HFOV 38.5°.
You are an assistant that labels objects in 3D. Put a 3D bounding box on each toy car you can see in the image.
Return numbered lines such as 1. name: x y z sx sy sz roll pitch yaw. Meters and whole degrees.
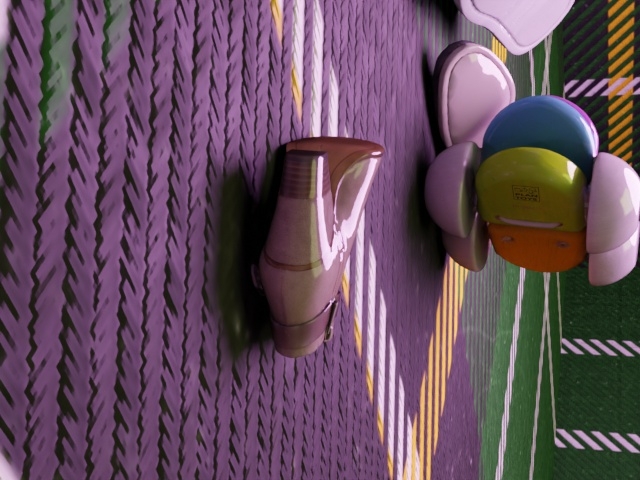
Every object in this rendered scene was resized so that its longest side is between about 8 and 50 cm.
1. toy car: 0.177 -0.047 0.739 0.182 0.159 0.136 51 50 -62

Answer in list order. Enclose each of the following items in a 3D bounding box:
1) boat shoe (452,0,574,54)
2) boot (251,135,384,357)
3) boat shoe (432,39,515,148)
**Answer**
1. boat shoe: 0.131 -0.232 0.731 0.114 0.091 0.302 -45 162 6
2. boot: 0.000 0.000 0.414 0.118 0.042 0.087 -30 125 -68
3. boat shoe: 0.127 -0.106 0.796 0.065 0.075 0.206 50 -1 35
